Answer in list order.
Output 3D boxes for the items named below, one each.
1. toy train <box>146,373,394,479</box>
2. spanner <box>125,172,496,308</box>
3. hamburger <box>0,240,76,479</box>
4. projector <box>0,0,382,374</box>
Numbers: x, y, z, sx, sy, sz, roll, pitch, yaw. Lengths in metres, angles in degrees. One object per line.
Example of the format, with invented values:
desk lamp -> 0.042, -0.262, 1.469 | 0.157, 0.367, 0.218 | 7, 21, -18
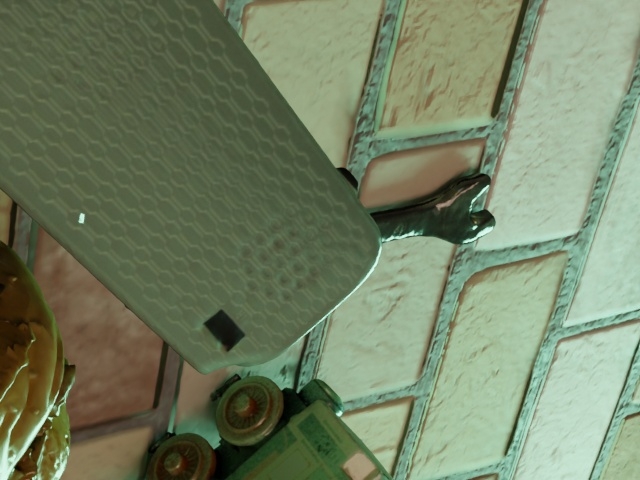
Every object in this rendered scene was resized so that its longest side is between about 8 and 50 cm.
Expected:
toy train -> -0.052, 0.167, 0.992 | 0.194, 0.125, 0.081 | -42, 136, -1
spanner -> 0.000, 0.000, 0.971 | 0.255, 0.015, 0.054 | -12, 129, -31
hamburger -> -0.209, 0.076, 0.733 | 0.214, 0.214, 0.108 | -26, 133, -17
projector -> -0.099, -0.082, 0.683 | 0.108, 0.198, 0.250 | -41, 140, -1
